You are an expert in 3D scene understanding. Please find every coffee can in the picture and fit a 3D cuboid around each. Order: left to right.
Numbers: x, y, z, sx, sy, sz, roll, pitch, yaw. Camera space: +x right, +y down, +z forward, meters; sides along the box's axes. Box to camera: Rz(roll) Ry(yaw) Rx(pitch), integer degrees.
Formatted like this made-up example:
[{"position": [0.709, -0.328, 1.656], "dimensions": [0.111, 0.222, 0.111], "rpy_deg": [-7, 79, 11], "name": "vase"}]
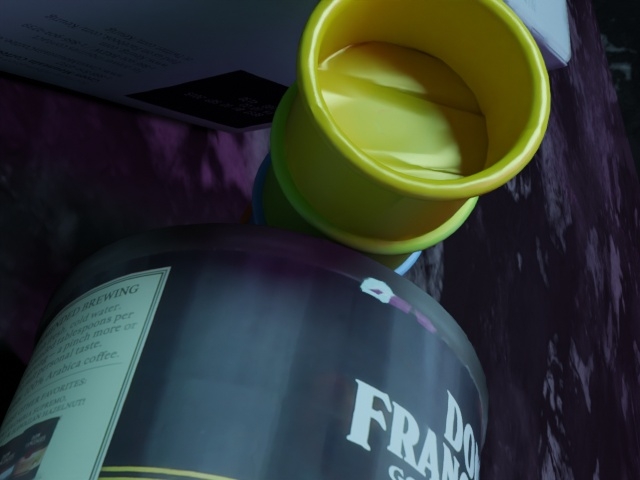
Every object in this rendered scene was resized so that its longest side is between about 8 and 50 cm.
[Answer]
[{"position": [-0.046, 0.159, 0.393], "dimensions": [0.275, 0.202, 0.201], "rpy_deg": [-78, 149, -45], "name": "coffee can"}]

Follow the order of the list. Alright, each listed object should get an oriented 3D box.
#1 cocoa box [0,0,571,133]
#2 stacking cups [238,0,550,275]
[{"position": [-0.044, -0.199, 0.505], "dimensions": [0.347, 0.231, 0.227], "rpy_deg": [7, 76, -64], "name": "cocoa box"}, {"position": [0.000, 0.000, 0.526], "dimensions": [0.316, 0.096, 0.096], "rpy_deg": [123, -28, -63], "name": "stacking cups"}]
